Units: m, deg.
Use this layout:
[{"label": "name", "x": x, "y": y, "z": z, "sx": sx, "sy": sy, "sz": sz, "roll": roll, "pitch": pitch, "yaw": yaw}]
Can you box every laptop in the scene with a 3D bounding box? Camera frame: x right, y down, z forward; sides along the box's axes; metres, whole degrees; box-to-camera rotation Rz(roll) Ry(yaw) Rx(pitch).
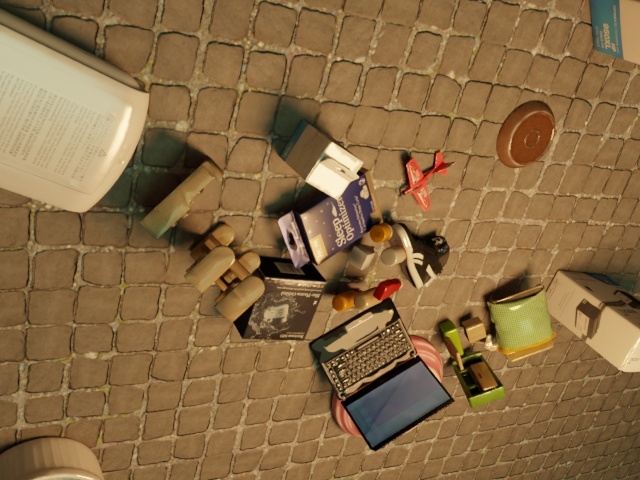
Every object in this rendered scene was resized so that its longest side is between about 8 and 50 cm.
[{"label": "laptop", "x": 0.146, "y": 0.315, "z": 1.590, "sx": 0.234, "sy": 0.136, "sz": 0.264, "roll": -29, "pitch": 103, "yaw": -11}]

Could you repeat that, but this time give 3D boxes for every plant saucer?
[{"label": "plant saucer", "x": 0.492, "y": -0.244, "z": 1.568, "sx": 0.168, "sy": 0.029, "sz": 0.168, "roll": -14, "pitch": 124, "yaw": -22}, {"label": "plant saucer", "x": 0.194, "y": 0.409, "z": 1.769, "sx": 0.332, "sy": 0.084, "sz": 0.332, "roll": -13, "pitch": 123, "yaw": -21}]

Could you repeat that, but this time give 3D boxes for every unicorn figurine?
[{"label": "unicorn figurine", "x": 0.524, "y": 0.265, "z": 1.877, "sx": 0.162, "sy": 0.060, "sz": 0.111, "roll": 16, "pitch": 106, "yaw": -32}]

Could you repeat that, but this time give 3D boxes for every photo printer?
[{"label": "photo printer", "x": -0.438, "y": -0.191, "z": 1.035, "sx": 0.307, "sy": 0.107, "sz": 0.256, "roll": 21, "pitch": 107, "yaw": -37}]

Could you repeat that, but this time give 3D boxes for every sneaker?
[{"label": "sneaker", "x": 0.236, "y": 0.009, "z": 1.557, "sx": 0.121, "sy": 0.079, "sz": 0.217, "roll": -36, "pitch": 138, "yaw": -9}]

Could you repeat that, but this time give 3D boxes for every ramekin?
[{"label": "ramekin", "x": -0.582, "y": 0.546, "z": 1.391, "sx": 0.277, "sy": 0.135, "sz": 0.277, "roll": -14, "pitch": 123, "yaw": -22}]

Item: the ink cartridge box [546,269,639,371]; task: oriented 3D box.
[{"label": "ink cartridge box", "x": 0.807, "y": 0.218, "z": 1.843, "sx": 0.223, "sy": 0.307, "sz": 0.129, "roll": 7, "pitch": 115, "yaw": -32}]

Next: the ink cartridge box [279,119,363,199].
[{"label": "ink cartridge box", "x": 0.004, "y": -0.152, "z": 1.279, "sx": 0.092, "sy": 0.143, "sz": 0.090, "roll": 26, "pitch": 104, "yaw": -37}]

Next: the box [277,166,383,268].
[{"label": "box", "x": 0.026, "y": -0.041, "z": 1.400, "sx": 0.225, "sy": 0.036, "sz": 0.136, "roll": -33, "pitch": 126, "yaw": -20}]

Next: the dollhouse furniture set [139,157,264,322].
[{"label": "dollhouse furniture set", "x": -0.182, "y": -0.009, "z": 1.228, "sx": 0.161, "sy": 0.212, "sz": 0.242, "roll": -43, "pitch": 103, "yaw": 2}]

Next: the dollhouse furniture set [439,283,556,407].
[{"label": "dollhouse furniture set", "x": 0.493, "y": 0.274, "z": 1.750, "sx": 0.301, "sy": 0.151, "sz": 0.197, "roll": -21, "pitch": 120, "yaw": 0}]

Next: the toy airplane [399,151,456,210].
[{"label": "toy airplane", "x": 0.235, "y": -0.142, "z": 1.488, "sx": 0.151, "sy": 0.028, "sz": 0.151, "roll": -15, "pitch": 126, "yaw": -22}]

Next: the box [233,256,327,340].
[{"label": "box", "x": -0.092, "y": 0.126, "z": 1.432, "sx": 0.156, "sy": 0.093, "sz": 0.158, "roll": 7, "pitch": 116, "yaw": -32}]

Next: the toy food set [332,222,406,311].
[{"label": "toy food set", "x": 0.127, "y": 0.070, "z": 1.491, "sx": 0.104, "sy": 0.111, "sz": 0.232, "roll": -14, "pitch": 132, "yaw": -56}]

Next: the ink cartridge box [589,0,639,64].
[{"label": "ink cartridge box", "x": 0.806, "y": -0.473, "z": 1.362, "sx": 0.285, "sy": 0.395, "sz": 0.166, "roll": -31, "pitch": 128, "yaw": -9}]
